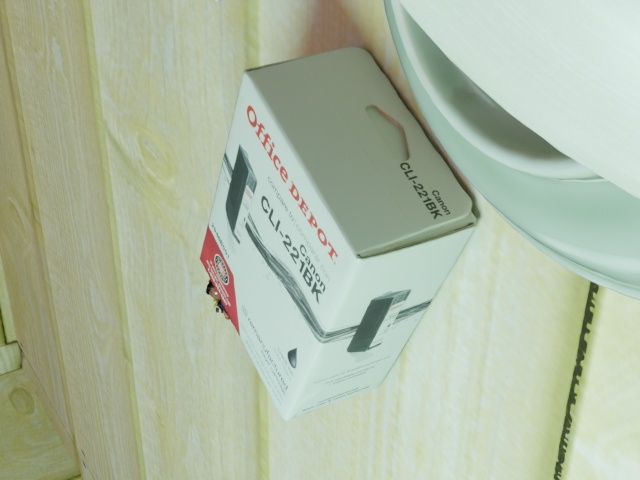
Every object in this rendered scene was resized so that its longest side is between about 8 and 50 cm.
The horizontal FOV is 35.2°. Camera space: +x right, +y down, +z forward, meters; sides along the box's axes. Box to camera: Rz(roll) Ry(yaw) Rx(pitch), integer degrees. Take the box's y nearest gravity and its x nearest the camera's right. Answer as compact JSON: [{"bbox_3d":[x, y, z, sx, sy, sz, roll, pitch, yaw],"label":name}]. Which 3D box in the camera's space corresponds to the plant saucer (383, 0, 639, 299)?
[{"bbox_3d":[0.134,-0.144,0.503,0.400,0.100,0.401,34,133,46],"label":"plant saucer"}]

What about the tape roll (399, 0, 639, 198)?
[{"bbox_3d":[0.137,-0.149,0.246,0.392,0.072,0.392,33,152,21],"label":"tape roll"}]

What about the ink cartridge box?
[{"bbox_3d":[0.000,0.000,0.873,0.197,0.114,0.273,59,150,26],"label":"ink cartridge box"}]

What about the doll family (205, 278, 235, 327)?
[{"bbox_3d":[-0.084,0.052,1.112,0.111,0.076,0.193,41,139,16],"label":"doll family"}]
